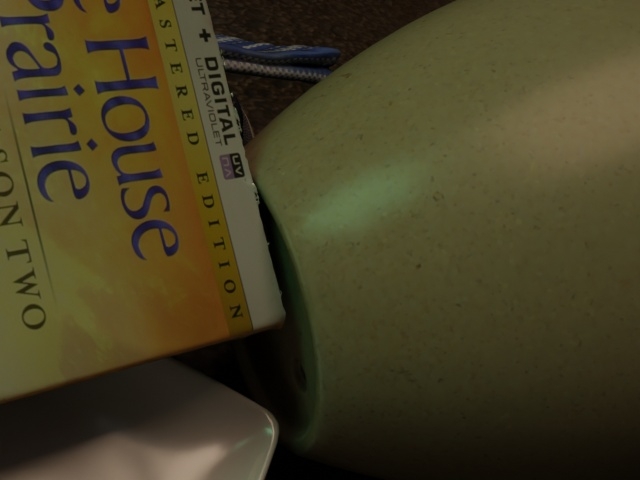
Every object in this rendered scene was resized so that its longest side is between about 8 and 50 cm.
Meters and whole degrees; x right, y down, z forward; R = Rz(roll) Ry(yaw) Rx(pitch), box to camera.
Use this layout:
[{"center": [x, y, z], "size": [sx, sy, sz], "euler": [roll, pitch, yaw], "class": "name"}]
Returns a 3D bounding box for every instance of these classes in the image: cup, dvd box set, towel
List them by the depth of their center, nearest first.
[{"center": [-0.228, -0.061, 0.400], "size": [0.420, 0.062, 0.308], "euler": [-12, 86, -38], "class": "dvd box set"}, {"center": [0.072, 0.014, 0.592], "size": [0.237, 0.331, 0.331], "euler": [-13, 45, -22], "class": "cup"}, {"center": [-0.181, -0.168, 0.752], "size": [0.336, 0.040, 0.243], "euler": [18, 14, 38], "class": "towel"}]

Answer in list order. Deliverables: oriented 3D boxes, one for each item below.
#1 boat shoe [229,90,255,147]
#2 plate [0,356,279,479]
[{"center": [-0.098, -0.072, 0.731], "size": [0.127, 0.158, 0.340], "euler": [15, 35, -8], "class": "boat shoe"}, {"center": [-0.180, 0.133, 0.433], "size": [0.277, 0.045, 0.278], "euler": [32, 48, -12], "class": "plate"}]
